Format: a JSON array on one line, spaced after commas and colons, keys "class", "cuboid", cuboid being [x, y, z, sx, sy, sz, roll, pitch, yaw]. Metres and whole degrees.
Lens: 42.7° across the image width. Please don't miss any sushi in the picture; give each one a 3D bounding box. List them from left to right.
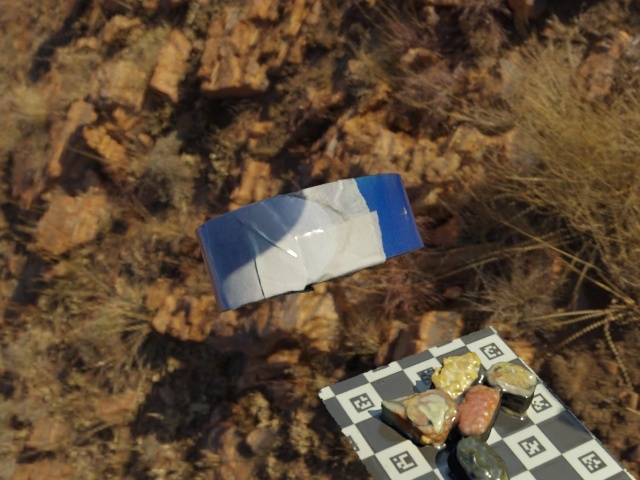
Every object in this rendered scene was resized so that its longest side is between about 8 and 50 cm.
[{"class": "sushi", "cuboid": [0.226, 0.271, 1.217, 0.359, 0.342, 0.064, 52, 150, 43]}]

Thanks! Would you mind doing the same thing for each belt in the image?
[{"class": "belt", "cuboid": [0.000, 0.000, 1.053, 0.212, 0.346, 0.117, -19, 87, 37]}]
